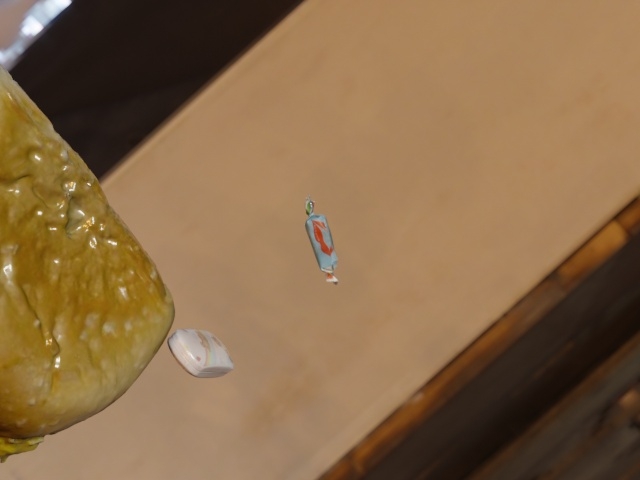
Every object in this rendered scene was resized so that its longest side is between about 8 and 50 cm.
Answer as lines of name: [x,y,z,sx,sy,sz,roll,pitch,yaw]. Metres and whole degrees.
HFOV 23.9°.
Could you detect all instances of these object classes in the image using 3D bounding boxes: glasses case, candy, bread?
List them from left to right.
bread: [-0.232,0.010,0.910,0.196,0.176,0.246,4,-45,46]
glasses case: [-0.079,0.075,1.000,0.032,0.021,0.083,51,7,14]
candy: [0.000,0.000,1.341,0.030,0.020,0.083,22,51,-82]
